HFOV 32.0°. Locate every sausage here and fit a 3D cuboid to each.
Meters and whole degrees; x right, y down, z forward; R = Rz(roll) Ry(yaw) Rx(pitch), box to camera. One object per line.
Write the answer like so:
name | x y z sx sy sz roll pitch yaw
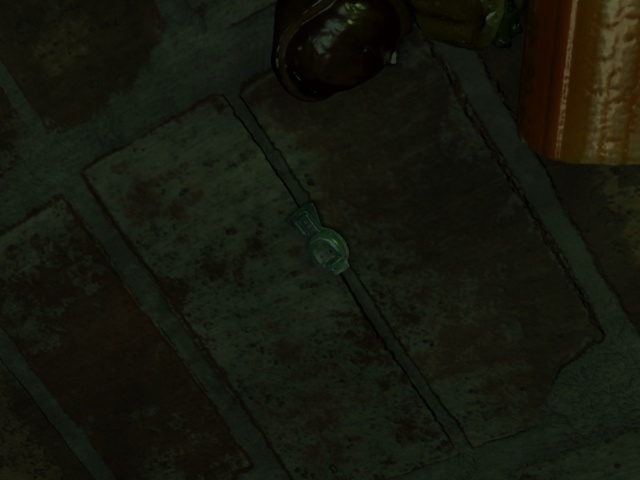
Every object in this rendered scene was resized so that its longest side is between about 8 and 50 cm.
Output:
sausage | 0.365 -0.255 1.369 0.233 0.233 0.287 9 117 14

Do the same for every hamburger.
hamburger | 0.171 -0.342 1.423 0.183 0.130 0.206 29 133 50

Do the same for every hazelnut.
hazelnut | 0.023 -0.285 1.493 0.202 0.170 0.160 -32 73 47

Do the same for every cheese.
cheese | 0.000 0.000 1.727 0.067 0.026 0.120 -32 102 28
